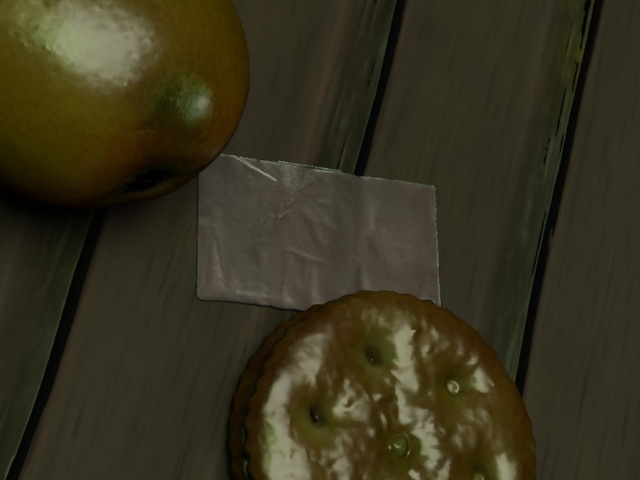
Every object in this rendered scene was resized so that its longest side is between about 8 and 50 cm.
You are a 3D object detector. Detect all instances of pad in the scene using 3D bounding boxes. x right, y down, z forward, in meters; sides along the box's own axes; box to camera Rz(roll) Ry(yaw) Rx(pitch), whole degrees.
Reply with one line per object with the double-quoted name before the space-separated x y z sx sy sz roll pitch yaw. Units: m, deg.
"pad" 0.000 0.000 1.153 0.187 0.006 0.113 7 68 -22

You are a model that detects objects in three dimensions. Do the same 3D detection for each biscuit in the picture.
"biscuit" 0.043 0.140 1.083 0.220 0.066 0.220 8 70 -23

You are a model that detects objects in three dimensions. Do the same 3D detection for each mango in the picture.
"mango" -0.188 -0.153 1.030 0.317 0.173 0.211 44 57 4
